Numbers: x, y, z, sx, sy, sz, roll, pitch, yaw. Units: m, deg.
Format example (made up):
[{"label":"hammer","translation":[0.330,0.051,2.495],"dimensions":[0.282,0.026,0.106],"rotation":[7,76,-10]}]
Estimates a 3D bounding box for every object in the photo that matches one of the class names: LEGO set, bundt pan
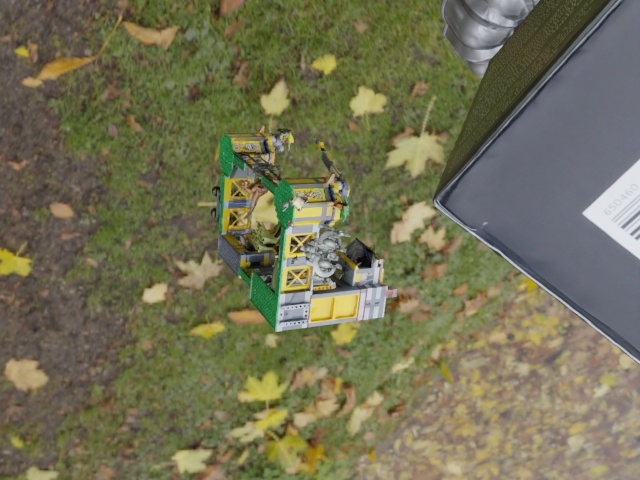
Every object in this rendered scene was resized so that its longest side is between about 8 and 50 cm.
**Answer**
[{"label":"LEGO set","translation":[-0.012,-0.024,1.147],"dimensions":[0.192,0.331,0.255],"rotation":[-5,106,-26]},{"label":"bundt pan","translation":[0.401,-0.419,1.537],"dimensions":[0.331,0.124,0.331],"rotation":[-7,141,-6]},{"label":"LEGO set","translation":[-0.002,0.000,0.659],"dimensions":[0.054,0.023,0.083],"rotation":[-45,107,-17]}]

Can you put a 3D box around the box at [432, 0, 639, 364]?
[{"label":"box","translation":[0.296,-0.090,0.676],"dimensions":[0.293,0.395,0.212],"rotation":[38,122,-3]}]
